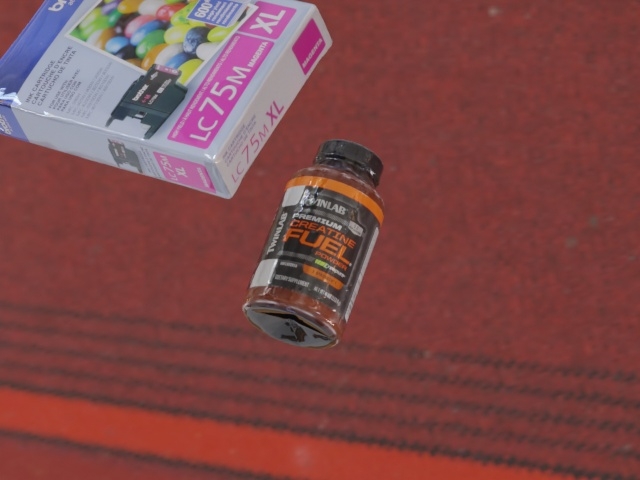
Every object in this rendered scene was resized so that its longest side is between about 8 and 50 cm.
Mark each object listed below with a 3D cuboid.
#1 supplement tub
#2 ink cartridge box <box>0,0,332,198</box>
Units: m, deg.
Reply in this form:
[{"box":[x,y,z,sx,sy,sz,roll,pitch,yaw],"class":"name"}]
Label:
[{"box":[0.000,0.000,1.842,0.106,0.106,0.198,-2,59,40],"class":"supplement tub"},{"box":[-0.168,-0.156,1.663,0.311,0.185,0.065,15,150,30],"class":"ink cartridge box"}]
